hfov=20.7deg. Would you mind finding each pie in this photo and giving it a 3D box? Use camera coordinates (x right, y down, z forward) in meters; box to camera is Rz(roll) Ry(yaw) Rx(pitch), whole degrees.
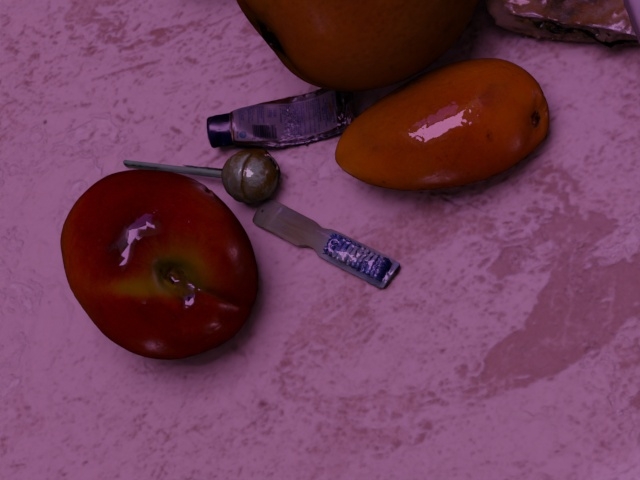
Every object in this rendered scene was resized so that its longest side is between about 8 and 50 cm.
[{"bbox_3d":[0.273,-0.280,1.776,0.218,0.052,0.185,8,66,24],"label":"pie"}]

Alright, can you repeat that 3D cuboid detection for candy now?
[{"bbox_3d":[-0.130,-0.075,1.864,0.202,0.061,0.061,7,70,35],"label":"candy"}]

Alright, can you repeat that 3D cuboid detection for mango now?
[{"bbox_3d":[0.115,-0.114,1.738,0.217,0.102,0.141,-16,56,14],"label":"mango"},{"bbox_3d":[0.057,-0.327,1.763,0.264,0.221,0.378,28,72,1],"label":"mango"}]

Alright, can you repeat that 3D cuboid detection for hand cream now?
[{"bbox_3d":[-0.040,-0.128,1.853,0.163,0.039,0.062,-10,62,13],"label":"hand cream"}]

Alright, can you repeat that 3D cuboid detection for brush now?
[{"bbox_3d":[0.000,0.000,1.780,0.178,0.030,0.033,27,89,30],"label":"brush"}]

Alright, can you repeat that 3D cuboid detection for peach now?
[{"bbox_3d":[-0.164,0.022,1.783,0.196,0.226,0.190,-3,99,-14],"label":"peach"}]

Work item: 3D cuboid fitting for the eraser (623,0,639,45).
[{"bbox_3d":[0.401,-0.144,1.619,0.174,0.095,0.270,-16,68,3],"label":"eraser"}]
